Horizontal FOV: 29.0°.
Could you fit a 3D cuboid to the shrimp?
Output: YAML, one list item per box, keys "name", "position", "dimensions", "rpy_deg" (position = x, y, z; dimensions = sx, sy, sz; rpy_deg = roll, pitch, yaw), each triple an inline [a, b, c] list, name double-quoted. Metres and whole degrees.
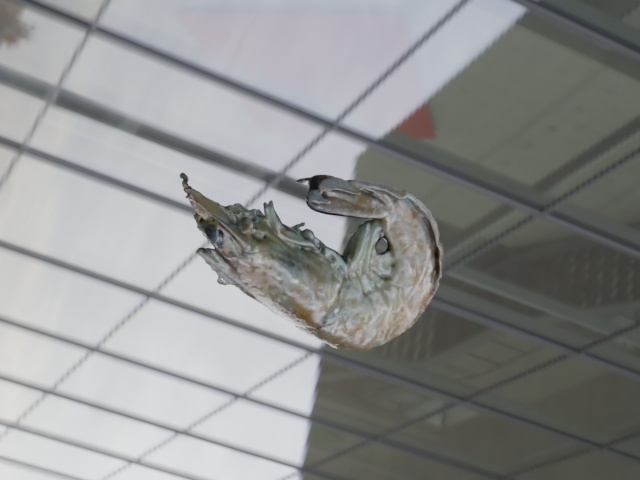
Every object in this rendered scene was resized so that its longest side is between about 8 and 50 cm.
- name: "shrimp"
  position: [0.000, 0.000, 0.847]
  dimensions: [0.126, 0.223, 0.047]
  rpy_deg: [-51, -143, 9]
